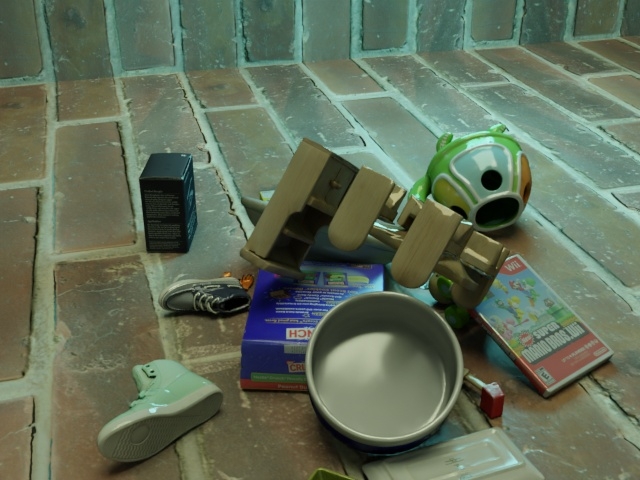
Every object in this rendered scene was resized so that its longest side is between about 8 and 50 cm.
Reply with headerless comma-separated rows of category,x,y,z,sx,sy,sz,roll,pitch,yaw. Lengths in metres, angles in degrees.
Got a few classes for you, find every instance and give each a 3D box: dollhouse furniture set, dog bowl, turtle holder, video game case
dollhouse furniture set,0.091,0.018,1.574,0.394,0.256,0.362,30,4,25
dog bowl,0.106,0.226,1.460,0.265,0.104,0.265,0,63,0
turtle holder,0.382,-0.143,2.163,0.320,0.243,0.227,2,43,-16
video game case,0.417,0.161,1.692,0.204,0.025,0.285,-20,57,-33

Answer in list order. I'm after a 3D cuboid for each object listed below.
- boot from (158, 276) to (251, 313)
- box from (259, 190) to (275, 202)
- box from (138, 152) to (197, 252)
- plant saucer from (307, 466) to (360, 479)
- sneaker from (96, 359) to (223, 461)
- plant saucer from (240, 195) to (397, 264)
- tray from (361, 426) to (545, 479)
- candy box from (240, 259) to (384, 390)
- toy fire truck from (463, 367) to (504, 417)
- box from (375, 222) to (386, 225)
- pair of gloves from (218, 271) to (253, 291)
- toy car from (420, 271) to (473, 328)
boot,-0.246,0.125,1.831,0.190,0.069,0.086,-12,27,-24
box,-0.096,-0.082,2.257,0.105,0.043,0.179,-6,26,-11
box,-0.372,-0.094,2.103,0.108,0.207,0.153,1,28,1
plant saucer,0.038,0.436,1.262,0.188,0.045,0.188,13,31,24
sneaker,-0.312,0.290,1.490,0.151,0.094,0.256,28,28,32
plant saucer,0.000,0.000,1.942,0.400,0.100,0.400,17,2,-1
tray,0.217,0.373,1.399,0.270,0.030,0.145,-11,30,-19
candy box,-0.008,0.163,1.703,0.268,0.122,0.317,3,27,3
toy fire truck,0.239,0.265,1.586,0.135,0.047,0.192,-10,28,-18
box,0.125,-0.035,2.113,0.094,0.027,0.137,18,3,31
pair of gloves,-0.196,0.093,1.957,0.083,0.010,0.074,3,28,8
toy car,0.280,0.084,1.849,0.155,0.149,0.188,-31,28,-29
